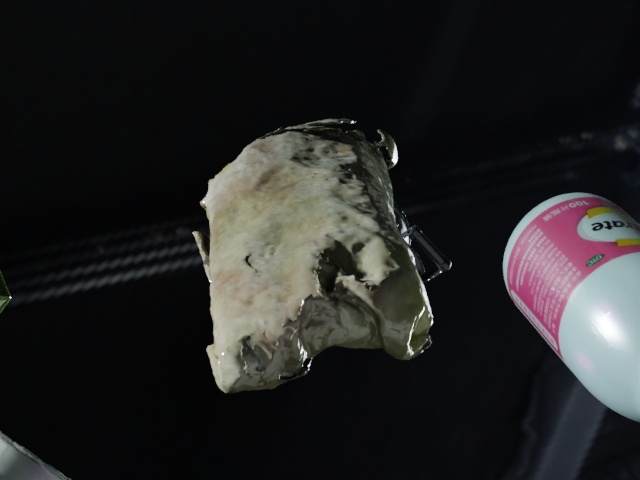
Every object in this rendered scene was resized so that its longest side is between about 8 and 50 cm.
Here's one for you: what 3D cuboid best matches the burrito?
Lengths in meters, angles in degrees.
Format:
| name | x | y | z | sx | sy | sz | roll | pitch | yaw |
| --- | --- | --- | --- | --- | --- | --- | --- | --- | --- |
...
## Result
| name | x | y | z | sx | sy | sz | roll | pitch | yaw |
| --- | --- | --- | --- | --- | --- | --- | --- | --- | --- |
| burrito | -0.013 | -0.001 | 1.086 | 0.175 | 0.348 | 0.107 | 1 | -63 | -3 |

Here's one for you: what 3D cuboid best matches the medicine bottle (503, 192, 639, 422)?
| name | x | y | z | sx | sy | sz | roll | pitch | yaw |
| --- | --- | --- | --- | --- | --- | --- | --- | --- | --- |
| medicine bottle | 0.185 | 0.054 | 0.808 | 0.090 | 0.217 | 0.090 | -8 | -61 | -15 |

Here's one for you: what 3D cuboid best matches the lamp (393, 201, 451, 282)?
| name | x | y | z | sx | sy | sz | roll | pitch | yaw |
| --- | --- | --- | --- | --- | --- | --- | --- | --- | --- |
| lamp | 0.070 | 0.033 | 1.946 | 0.172 | 0.227 | 0.147 | -41 | -72 | 4 |

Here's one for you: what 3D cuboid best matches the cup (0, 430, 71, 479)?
| name | x | y | z | sx | sy | sz | roll | pitch | yaw |
| --- | --- | --- | --- | --- | --- | --- | --- | --- | --- |
| cup | -0.277 | 0.261 | 0.955 | 0.280 | 0.196 | 0.196 | -53 | -36 | -14 |

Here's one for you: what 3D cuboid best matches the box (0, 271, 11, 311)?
| name | x | y | z | sx | sy | sz | roll | pitch | yaw |
| --- | --- | --- | --- | --- | --- | --- | --- | --- | --- |
| box | -0.400 | 0.043 | 1.179 | 0.195 | 0.148 | 0.177 | 6 | -45 | -43 |
